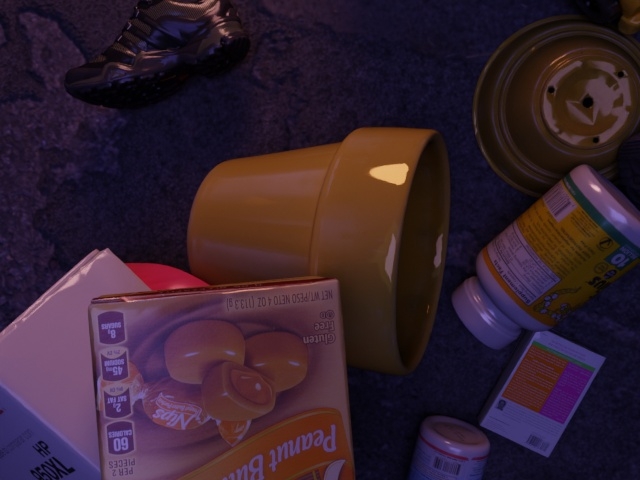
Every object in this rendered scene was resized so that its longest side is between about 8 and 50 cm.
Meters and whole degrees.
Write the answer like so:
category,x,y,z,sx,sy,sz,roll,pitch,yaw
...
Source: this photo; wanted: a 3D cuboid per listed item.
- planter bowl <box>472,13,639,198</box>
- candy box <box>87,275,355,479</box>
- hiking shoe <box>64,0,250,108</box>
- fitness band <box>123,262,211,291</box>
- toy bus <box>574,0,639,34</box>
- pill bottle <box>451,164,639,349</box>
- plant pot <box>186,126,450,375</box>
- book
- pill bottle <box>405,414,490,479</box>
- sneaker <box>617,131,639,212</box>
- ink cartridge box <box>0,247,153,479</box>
category,x,y,z,sx,sy,sz,roll,pitch,yaw
planter bowl,0.285,-0.149,0.690,0.217,0.090,0.217,1,97,6
candy box,-0.069,0.192,0.482,0.183,0.087,0.316,-5,89,-14
hiking shoe,-0.202,-0.236,0.744,0.227,0.086,0.114,-18,81,2
fitness band,-0.191,0.119,0.718,0.291,0.054,0.209,-4,126,35
toy bus,0.299,-0.340,0.599,0.149,0.211,0.220,-41,83,7
pill bottle,0.249,0.027,0.686,0.117,0.117,0.208,44,116,0
plant pot,0.000,0.000,0.673,0.239,0.254,0.253,8,98,21
book,0.270,0.183,0.761,0.096,0.035,0.144,26,99,-1
pill bottle,0.147,0.305,0.759,0.087,0.087,0.160,14,98,4
sneaker,0.445,-0.013,0.673,0.131,0.112,0.319,-39,108,1
ink cartridge box,-0.185,0.239,0.659,0.395,0.166,0.285,46,136,-8
